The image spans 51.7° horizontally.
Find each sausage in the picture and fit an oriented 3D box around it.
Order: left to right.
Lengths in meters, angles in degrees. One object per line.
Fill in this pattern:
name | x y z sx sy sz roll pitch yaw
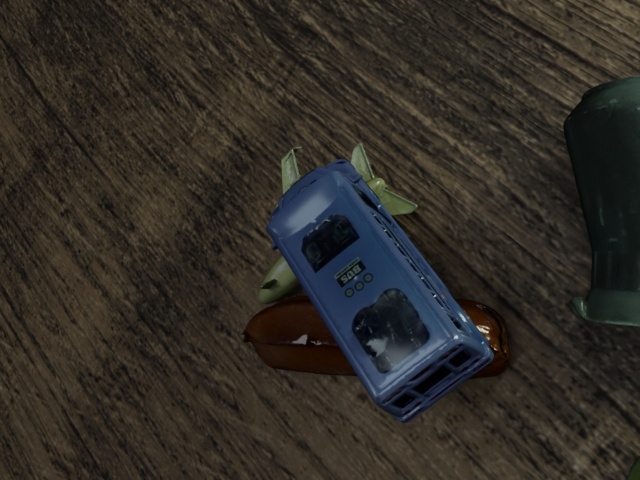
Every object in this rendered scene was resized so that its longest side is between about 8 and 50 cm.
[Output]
sausage | 0.058 0.114 0.781 0.330 0.102 0.102 -2 80 27

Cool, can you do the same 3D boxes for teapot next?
teapot | 0.334 -0.029 0.624 0.203 0.171 0.225 2 89 0

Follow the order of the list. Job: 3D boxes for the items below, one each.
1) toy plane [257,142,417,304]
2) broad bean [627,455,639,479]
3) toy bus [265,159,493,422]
toy plane | 0.000 0.000 0.841 0.244 0.092 0.229 -44 77 13
broad bean | 0.333 0.290 0.617 0.153 0.072 0.207 15 101 33
toy bus | 0.038 0.030 0.679 0.125 0.133 0.292 -39 58 8
